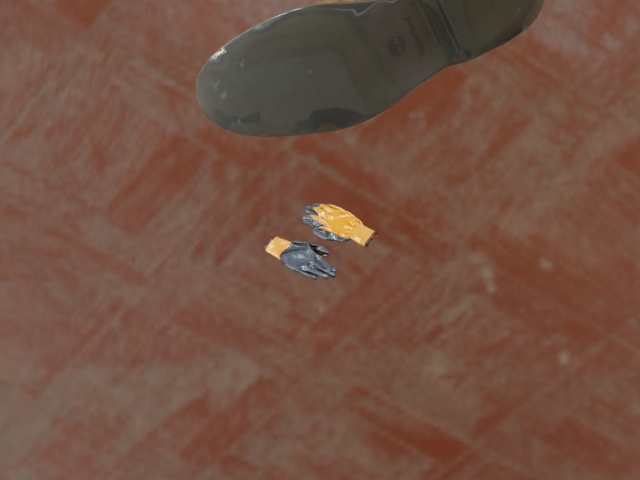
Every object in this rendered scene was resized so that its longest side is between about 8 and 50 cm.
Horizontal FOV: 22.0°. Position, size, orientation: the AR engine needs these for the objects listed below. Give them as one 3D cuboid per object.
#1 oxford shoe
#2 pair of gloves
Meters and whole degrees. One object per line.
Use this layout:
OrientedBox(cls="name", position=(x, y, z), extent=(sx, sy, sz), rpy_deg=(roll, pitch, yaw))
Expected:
OrientedBox(cls="oxford shoe", position=(0.025, -0.118, 0.981), extent=(0.212, 0.076, 0.076), rpy_deg=(-20, 108, -7))
OrientedBox(cls="pair of gloves", position=(0.000, 0.000, 1.441), extent=(0.074, 0.083, 0.010), rpy_deg=(28, 145, 27))
